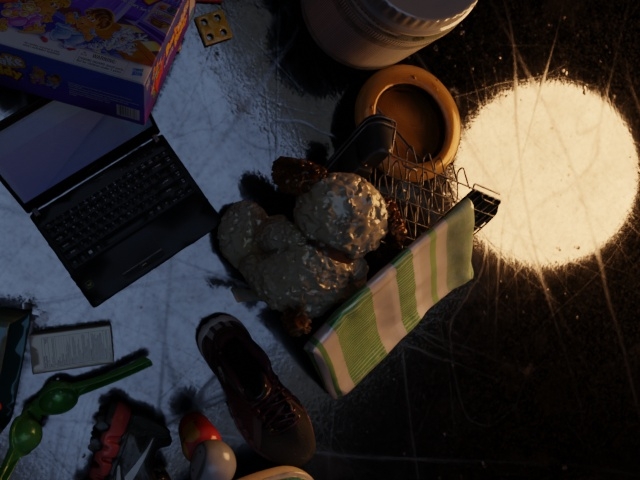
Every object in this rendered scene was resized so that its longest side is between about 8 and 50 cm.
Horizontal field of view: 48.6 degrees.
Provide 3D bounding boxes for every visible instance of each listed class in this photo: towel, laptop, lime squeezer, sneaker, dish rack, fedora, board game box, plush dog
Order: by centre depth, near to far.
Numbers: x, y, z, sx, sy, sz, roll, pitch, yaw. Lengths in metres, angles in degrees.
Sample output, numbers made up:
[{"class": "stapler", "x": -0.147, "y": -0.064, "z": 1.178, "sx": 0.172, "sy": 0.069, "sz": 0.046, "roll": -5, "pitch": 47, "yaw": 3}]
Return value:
[{"class": "board game box", "x": -0.363, "y": -0.305, "z": 0.932, "sx": 0.347, "sy": 0.078, "sz": 0.233, "roll": 15, "pitch": 56, "yaw": -4}, {"class": "lime squeezer", "x": -0.384, "y": 0.267, "z": 1.008, "sx": 0.110, "sy": 0.059, "sz": 0.310, "roll": 29, "pitch": 55, "yaw": 20}, {"class": "laptop", "x": -0.305, "y": -0.078, "z": 1.011, "sx": 0.234, "sy": 0.136, "sz": 0.264, "roll": -35, "pitch": 91, "yaw": -12}, {"class": "plush dog", "x": 0.000, "y": 0.000, "z": 1.035, "sx": 0.262, "sy": 0.211, "sz": 0.225, "roll": 25, "pitch": 111, "yaw": -18}, {"class": "sneaker", "x": -0.297, "y": 0.382, "z": 1.044, "sx": 0.135, "sy": 0.097, "sz": 0.276, "roll": 18, "pitch": 85, "yaw": -14}, {"class": "sneaker", "x": -0.088, "y": 0.247, "z": 1.069, "sx": 0.106, "sy": 0.162, "sz": 0.281, "roll": -36, "pitch": 100, "yaw": -13}, {"class": "towel", "x": 0.119, "y": 0.102, "z": 1.107, "sx": 0.325, "sy": 0.248, "sz": 0.038, "roll": -39, "pitch": 61, "yaw": -12}, {"class": "dish rack", "x": 0.137, "y": -0.066, "z": 1.123, "sx": 0.271, "sy": 0.208, "sz": 0.074, "roll": 20, "pitch": 50, "yaw": -24}, {"class": "fedora", "x": 0.136, "y": -0.188, "z": 1.171, "sx": 0.194, "sy": 0.079, "sz": 0.194, "roll": 0, "pitch": 88, "yaw": -14}]

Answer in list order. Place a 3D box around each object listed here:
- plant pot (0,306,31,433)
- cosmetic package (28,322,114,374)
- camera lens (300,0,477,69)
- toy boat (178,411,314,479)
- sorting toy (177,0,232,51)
[{"class": "plant pot", "x": -0.534, "y": 0.164, "z": 0.941, "sx": 0.234, "sy": 0.165, "sz": 0.166, "roll": 10, "pitch": 88, "yaw": -13}, {"class": "cosmetic package", "x": -0.367, "y": 0.158, "z": 1.049, "sx": 0.115, "sy": 0.041, "sz": 0.060, "roll": -4, "pitch": 91, "yaw": -16}, {"class": "camera lens", "x": 0.101, "y": -0.385, "z": 1.055, "sx": 0.219, "sy": 0.274, "sz": 0.219, "roll": 0, "pitch": 91, "yaw": -16}, {"class": "toy boat", "x": -0.127, "y": 0.404, "z": 1.042, "sx": 0.267, "sy": 0.148, "sz": 0.318, "roll": -26, "pitch": 114, "yaw": -16}, {"class": "sorting toy", "x": -0.265, "y": -0.359, "z": 1.067, "sx": 0.274, "sy": 0.046, "sz": 0.132, "roll": 1, "pitch": 91, "yaw": -17}]
